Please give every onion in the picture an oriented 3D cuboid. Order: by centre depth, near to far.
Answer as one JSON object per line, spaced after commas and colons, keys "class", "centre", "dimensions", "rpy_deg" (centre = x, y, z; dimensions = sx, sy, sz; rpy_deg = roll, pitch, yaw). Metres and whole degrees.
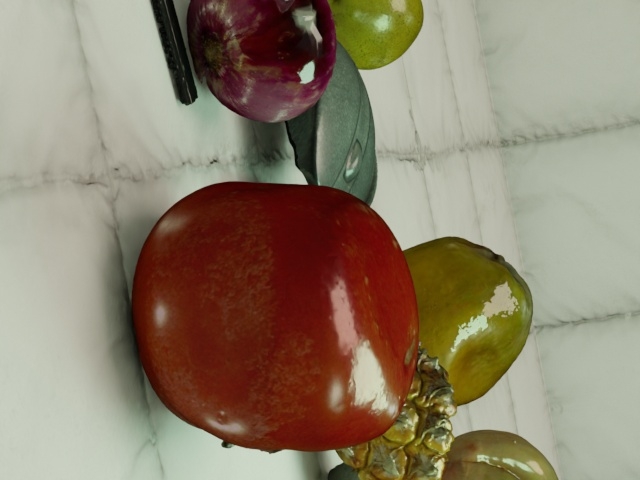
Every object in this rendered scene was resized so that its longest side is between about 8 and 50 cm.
{"class": "onion", "centre": [-0.064, -0.255, 1.764], "dimensions": [0.200, 0.201, 0.207], "rpy_deg": [15, 86, -71]}

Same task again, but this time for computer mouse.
{"class": "computer mouse", "centre": [0.012, -0.189, 2.011], "dimensions": [0.203, 0.114, 0.374], "rpy_deg": [60, 13, -49]}

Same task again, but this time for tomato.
{"class": "tomato", "centre": [-0.047, 0.081, 1.534], "dimensions": [0.325, 0.293, 0.289], "rpy_deg": [-18, 109, -63]}

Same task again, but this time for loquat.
{"class": "loquat", "centre": [0.183, 0.121, 2.215], "dimensions": [0.276, 0.284, 0.276], "rpy_deg": [45, 5, -5]}

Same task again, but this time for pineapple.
{"class": "pineapple", "centre": [0.094, 0.220, 1.944], "dimensions": [0.158, 0.161, 0.334], "rpy_deg": [26, 35, -16]}

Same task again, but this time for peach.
{"class": "peach", "centre": [0.291, 0.468, 2.443], "dimensions": [0.292, 0.247, 0.292], "rpy_deg": [19, 61, -38]}

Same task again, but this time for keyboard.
{"class": "keyboard", "centre": [-0.184, -0.263, 1.726], "dimensions": [0.060, 0.018, 0.195], "rpy_deg": [-59, 137, -75]}

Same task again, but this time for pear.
{"class": "pear", "centre": [0.075, -0.383, 2.345], "dimensions": [0.198, 0.198, 0.198], "rpy_deg": [-10, 90, -73]}

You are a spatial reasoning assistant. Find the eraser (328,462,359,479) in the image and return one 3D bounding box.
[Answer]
{"class": "eraser", "centre": [0.087, 0.425, 2.080], "dimensions": [0.352, 0.077, 0.111], "rpy_deg": [54, 30, -55]}
